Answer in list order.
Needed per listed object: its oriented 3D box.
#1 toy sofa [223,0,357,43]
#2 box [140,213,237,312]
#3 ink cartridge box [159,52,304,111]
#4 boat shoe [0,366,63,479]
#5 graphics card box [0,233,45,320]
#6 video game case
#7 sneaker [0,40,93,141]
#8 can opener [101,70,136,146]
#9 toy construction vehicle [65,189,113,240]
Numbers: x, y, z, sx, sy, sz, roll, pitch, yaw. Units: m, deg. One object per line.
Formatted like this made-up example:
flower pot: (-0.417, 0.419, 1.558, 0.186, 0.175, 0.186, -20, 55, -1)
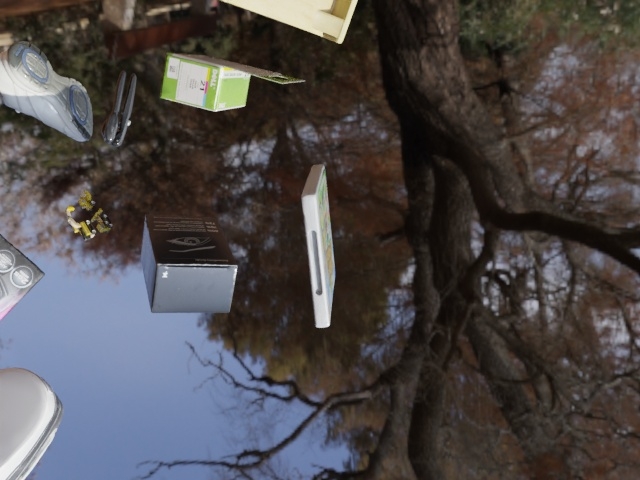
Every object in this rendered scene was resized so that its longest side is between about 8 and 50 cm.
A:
toy sofa: (-0.098, -0.521, 1.389, 0.177, 0.150, 0.362, 32, -160, 37)
box: (-0.261, 0.042, 1.358, 0.153, 0.108, 0.207, 3, -152, -21)
ink cartridge box: (-0.184, -0.326, 1.495, 0.255, 0.097, 0.189, 16, -163, 9)
boat shoe: (-0.367, 0.255, 0.660, 0.108, 0.102, 0.301, 32, -115, 14)
graphics card box: (-0.721, 0.118, 1.264, 0.094, 0.233, 0.371, 7, -128, 54)
video game case: (0.000, 0.000, 1.051, 0.023, 0.194, 0.212, -4, -163, 5)
sneaker: (-0.599, -0.310, 1.503, 0.129, 0.297, 0.111, -10, -120, 16)
can opener: (-0.475, -0.314, 1.672, 0.059, 0.186, 0.073, 21, 169, -31)
toy construction vehicle: (-0.468, -0.043, 1.401, 0.086, 0.098, 0.035, -39, 172, 39)
